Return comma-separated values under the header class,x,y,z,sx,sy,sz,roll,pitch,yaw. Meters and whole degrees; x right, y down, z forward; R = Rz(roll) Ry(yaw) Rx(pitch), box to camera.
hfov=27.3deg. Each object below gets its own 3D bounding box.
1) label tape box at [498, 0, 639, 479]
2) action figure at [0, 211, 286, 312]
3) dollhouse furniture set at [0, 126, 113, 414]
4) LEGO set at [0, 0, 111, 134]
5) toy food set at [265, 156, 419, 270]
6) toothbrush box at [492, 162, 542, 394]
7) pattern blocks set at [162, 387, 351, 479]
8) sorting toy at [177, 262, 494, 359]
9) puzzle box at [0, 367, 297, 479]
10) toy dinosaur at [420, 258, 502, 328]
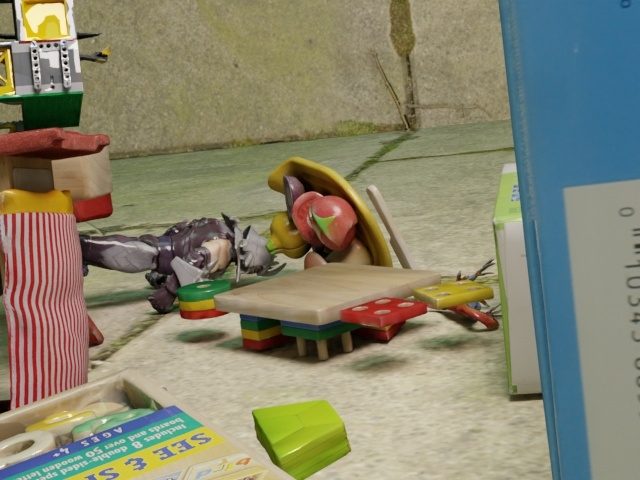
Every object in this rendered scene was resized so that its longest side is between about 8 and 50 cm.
class,x,y,z,sx,sy,sz,roll,pitch,yaw
label tape box,0.169,-0.020,0.598,0.115,0.249,0.347,-7,-2,19
action figure,-0.174,0.016,1.286,0.285,0.099,0.185,3,1,-10
dollhouse furniture set,-0.203,0.021,1.007,0.152,0.201,0.374,-6,4,8
LEGO set,-0.323,-0.179,1.170,0.255,0.192,0.331,-7,-11,-5
toy food set,0.000,0.000,1.206,0.071,0.128,0.218,-32,23,-17
toothbrush box,0.234,0.009,0.945,0.206,0.122,0.283,-5,11,10
pattern blocks set,-0.123,0.138,0.657,0.285,0.026,0.325,-15,10,-3
sorting toy,0.013,0.057,1.045,0.132,0.046,0.274,-15,12,-40
puzzle box,-0.211,0.158,0.462,0.409,0.052,0.272,-19,14,-22
toy dinosaur,0.120,0.056,1.059,0.090,0.047,0.082,-39,6,24
